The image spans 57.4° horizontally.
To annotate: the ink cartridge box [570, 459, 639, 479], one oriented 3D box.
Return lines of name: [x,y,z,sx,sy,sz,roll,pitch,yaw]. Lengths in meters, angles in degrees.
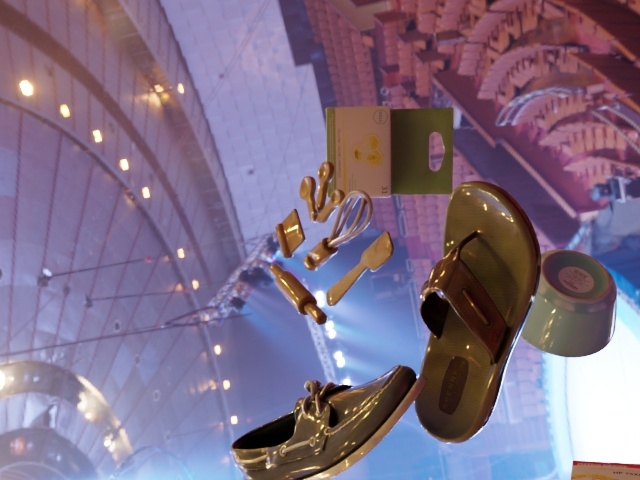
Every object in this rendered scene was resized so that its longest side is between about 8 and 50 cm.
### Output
ink cartridge box: [0.540,0.478,1.089,0.231,0.134,0.077,-13,-84,-64]

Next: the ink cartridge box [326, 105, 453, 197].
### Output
ink cartridge box: [0.130,-0.165,1.094,0.056,0.235,0.171,-38,-52,-78]

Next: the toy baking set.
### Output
toy baking set: [-0.003,0.006,0.764,0.256,0.030,0.196,46,122,52]

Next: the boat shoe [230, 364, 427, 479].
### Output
boat shoe: [-0.005,0.230,0.723,0.099,0.319,0.116,49,-146,6]

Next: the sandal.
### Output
sandal: [0.159,0.085,0.645,0.086,0.120,0.302,5,-84,-44]

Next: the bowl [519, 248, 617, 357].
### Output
bowl: [0.667,0.142,1.586,0.163,0.312,0.311,90,178,-46]
